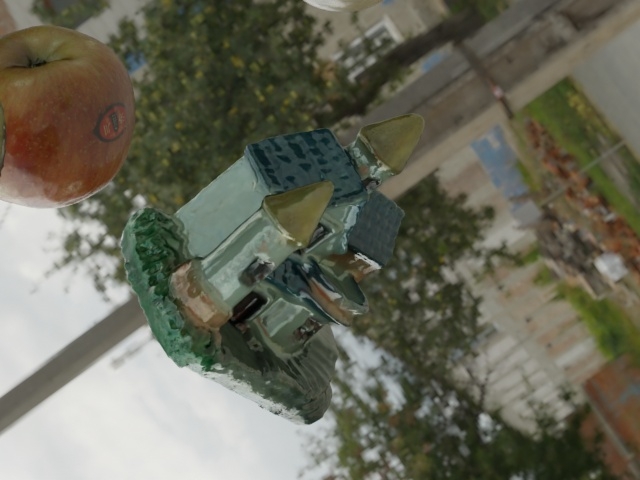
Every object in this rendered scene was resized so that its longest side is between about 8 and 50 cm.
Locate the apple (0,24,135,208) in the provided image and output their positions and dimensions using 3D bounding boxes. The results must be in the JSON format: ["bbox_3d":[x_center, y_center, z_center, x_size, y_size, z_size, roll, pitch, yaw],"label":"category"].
[{"bbox_3d":[-0.417,-0.193,1.688,0.277,0.250,0.309,21,-160,-4],"label":"apple"}]

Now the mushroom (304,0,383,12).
[{"bbox_3d":[0.016,-0.372,1.275,0.215,0.207,0.207,36,177,28],"label":"mushroom"}]

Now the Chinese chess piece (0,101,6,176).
[{"bbox_3d":[-0.327,-0.067,0.862,0.083,0.188,0.188,25,176,20],"label":"Chinese chess piece"}]

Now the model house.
[{"bbox_3d":[0.000,0.000,1.180,0.267,0.325,0.194,35,-162,-46],"label":"model house"}]
